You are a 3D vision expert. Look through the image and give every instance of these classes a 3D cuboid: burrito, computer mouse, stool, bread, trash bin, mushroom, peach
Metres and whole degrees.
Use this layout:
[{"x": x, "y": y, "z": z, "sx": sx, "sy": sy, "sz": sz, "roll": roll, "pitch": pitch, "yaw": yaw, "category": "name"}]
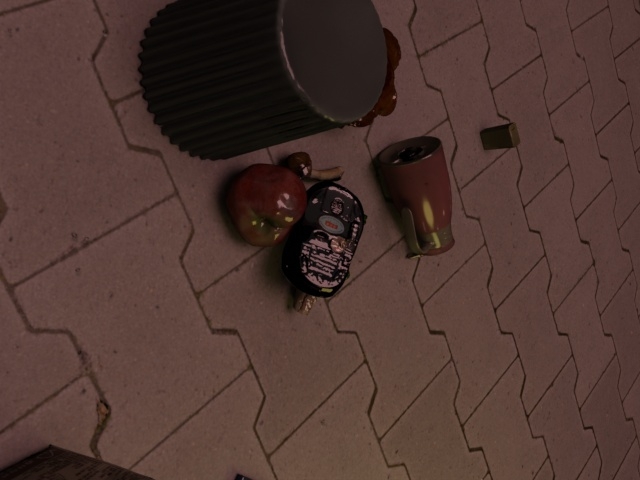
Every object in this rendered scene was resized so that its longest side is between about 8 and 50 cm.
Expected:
[{"x": -0.017, "y": 0.042, "z": 1.507, "sx": 0.058, "sy": 0.063, "sz": 0.229, "roll": 8, "pitch": 72, "yaw": -6, "category": "burrito"}, {"x": 0.000, "y": 0.000, "z": 1.437, "sx": 0.137, "sy": 0.096, "sz": 0.233, "roll": 24, "pitch": 68, "yaw": -13, "category": "computer mouse"}, {"x": -0.089, "y": -0.294, "z": 1.242, "sx": 0.297, "sy": 0.330, "sz": 0.297, "roll": 2, "pitch": 88, "yaw": -46, "category": "stool"}, {"x": 0.059, "y": -0.346, "z": 1.535, "sx": 0.247, "sy": 0.135, "sz": 0.232, "roll": 9, "pitch": 82, "yaw": -46, "category": "bread"}, {"x": 0.485, "y": -0.280, "z": 2.002, "sx": 0.043, "sy": 0.092, "sz": 0.060, "roll": -35, "pitch": 113, "yaw": -40, "category": "trash bin"}, {"x": -0.013, "y": -0.145, "z": 1.523, "sx": 0.187, "sy": 0.061, "sz": 0.060, "roll": 6, "pitch": 98, "yaw": -57, "category": "mushroom"}, {"x": -0.092, "y": -0.073, "z": 1.375, "sx": 0.152, "sy": 0.152, "sz": 0.152, "roll": 2, "pitch": 87, "yaw": -46, "category": "peach"}]

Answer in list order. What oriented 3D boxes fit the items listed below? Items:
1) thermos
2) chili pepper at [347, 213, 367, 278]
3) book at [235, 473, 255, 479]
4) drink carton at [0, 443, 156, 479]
[{"x": 0.231, "y": -0.085, "z": 1.704, "sx": 0.176, "sy": 0.146, "sz": 0.265, "roll": -45, "pitch": 125, "yaw": -44, "category": "thermos"}, {"x": 0.053, "y": 0.003, "z": 1.581, "sx": 0.073, "sy": 0.050, "sz": 0.182, "roll": 42, "pitch": 57, "yaw": -28, "category": "chili pepper"}, {"x": -0.135, "y": 0.596, "z": 1.383, "sx": 0.191, "sy": 0.025, "sz": 0.269, "roll": 38, "pitch": 62, "yaw": -37, "category": "book"}, {"x": -0.308, "y": 0.410, "z": 1.000, "sx": 0.132, "sy": 0.325, "sz": 0.194, "roll": -23, "pitch": 107, "yaw": -48, "category": "drink carton"}]
